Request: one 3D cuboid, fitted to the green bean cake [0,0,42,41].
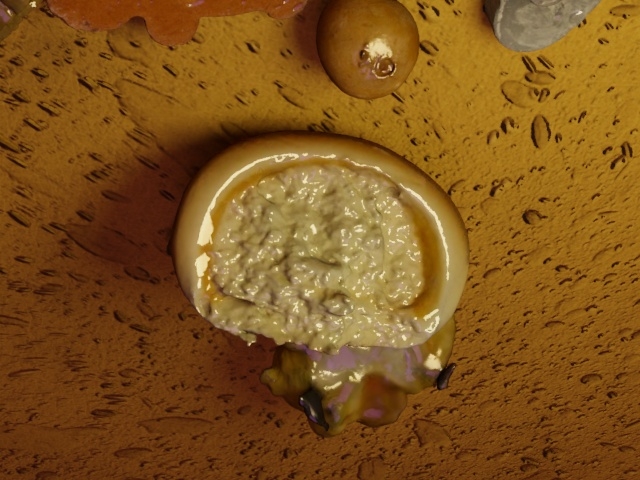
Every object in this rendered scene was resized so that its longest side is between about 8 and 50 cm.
[{"bbox_3d":[-0.393,-0.320,1.077,0.230,0.224,0.131,-26,132,28],"label":"green bean cake"}]

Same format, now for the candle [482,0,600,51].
[{"bbox_3d":[0.287,-0.332,1.196,0.169,0.068,0.192,-12,140,9],"label":"candle"}]

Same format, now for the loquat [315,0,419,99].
[{"bbox_3d":[0.060,-0.254,1.225,0.141,0.141,0.141,-1,137,-1],"label":"loquat"}]

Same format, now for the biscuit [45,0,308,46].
[{"bbox_3d":[-0.173,-0.329,1.156,0.324,0.049,0.205,-17,145,-7],"label":"biscuit"}]

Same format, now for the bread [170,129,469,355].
[{"bbox_3d":[-0.005,0.024,1.382,0.424,0.328,0.245,8,159,-10],"label":"bread"}]

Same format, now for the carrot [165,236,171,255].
[{"bbox_3d":[-0.130,-0.024,1.524,0.271,0.062,0.066,-20,101,13],"label":"carrot"}]

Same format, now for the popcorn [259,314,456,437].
[{"bbox_3d":[0.055,0.189,1.621,0.316,0.281,0.297,13,102,-20],"label":"popcorn"}]
